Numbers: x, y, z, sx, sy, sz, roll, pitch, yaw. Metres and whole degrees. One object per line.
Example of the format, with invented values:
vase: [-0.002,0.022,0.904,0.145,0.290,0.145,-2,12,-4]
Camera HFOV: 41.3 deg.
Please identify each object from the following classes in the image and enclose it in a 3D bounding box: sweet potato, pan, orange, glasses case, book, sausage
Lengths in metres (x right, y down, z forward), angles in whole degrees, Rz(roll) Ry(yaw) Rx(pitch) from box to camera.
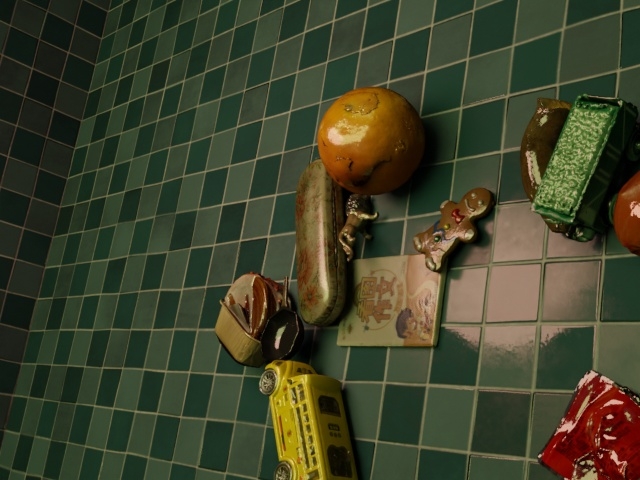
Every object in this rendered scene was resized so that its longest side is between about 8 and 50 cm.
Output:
sweet potato: [0.441,-0.149,1.643,0.112,0.085,0.286,-16,62,39]
pan: [-0.070,0.195,2.014,0.128,0.048,0.202,16,81,50]
orange: [0.115,-0.225,1.921,0.246,0.246,0.246,-23,57,41]
glasses case: [0.000,0.000,2.059,0.156,0.098,0.425,-41,45,51]
book: [0.156,0.134,1.894,0.295,0.020,0.208,-8,69,47]
sausage: [0.601,-0.075,1.375,0.268,0.153,0.141,-44,39,25]

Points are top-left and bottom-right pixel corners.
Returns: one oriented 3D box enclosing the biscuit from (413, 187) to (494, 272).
biscuit: [0.283,-0.035,1.800,0.205,0.031,0.138,-44,38,16]

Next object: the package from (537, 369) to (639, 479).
package: [0.484,0.343,1.392,0.194,0.071,0.269,-52,36,-2]

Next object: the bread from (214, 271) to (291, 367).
bread: [-0.173,0.192,2.145,0.224,0.142,0.212,41,108,50]

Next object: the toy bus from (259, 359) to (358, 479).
toy bus: [-0.023,0.407,1.877,0.152,0.144,0.330,-37,50,34]

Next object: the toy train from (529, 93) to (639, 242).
toy train: [0.497,-0.131,1.519,0.115,0.154,0.269,24,91,48]

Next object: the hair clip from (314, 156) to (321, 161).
hair clip: [0.061,-0.244,2.155,0.229,0.039,0.070,-33,52,37]

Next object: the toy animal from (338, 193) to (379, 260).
toy animal: [0.090,-0.026,1.984,0.220,0.086,0.069,-75,-10,-47]
